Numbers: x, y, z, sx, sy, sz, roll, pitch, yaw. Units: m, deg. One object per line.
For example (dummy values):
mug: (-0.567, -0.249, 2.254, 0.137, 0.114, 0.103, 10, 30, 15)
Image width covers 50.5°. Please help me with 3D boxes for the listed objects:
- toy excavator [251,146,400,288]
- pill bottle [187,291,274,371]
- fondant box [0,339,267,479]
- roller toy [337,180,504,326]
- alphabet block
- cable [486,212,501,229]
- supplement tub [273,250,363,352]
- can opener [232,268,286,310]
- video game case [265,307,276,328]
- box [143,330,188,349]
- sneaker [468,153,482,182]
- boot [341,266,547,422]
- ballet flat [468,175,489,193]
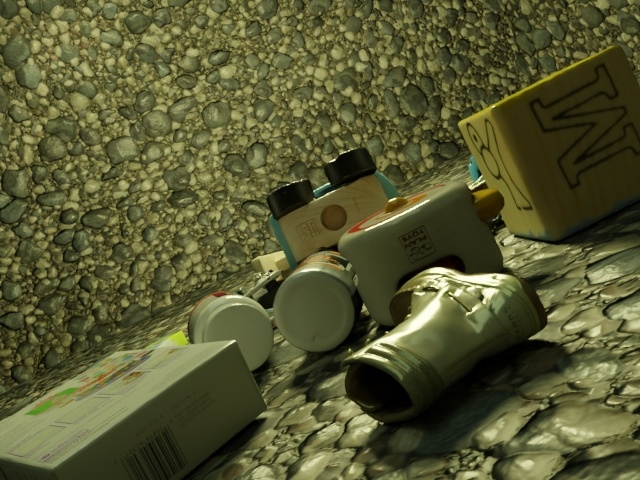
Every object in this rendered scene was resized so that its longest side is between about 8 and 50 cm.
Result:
toy excavator: (0.000, 0.000, 1.620, 0.433, 0.222, 0.445, -26, -9, 8)
pill bottle: (-0.142, 0.144, 1.068, 0.121, 0.121, 0.221, -28, 5, -15)
fondant box: (-0.256, 0.225, 0.813, 0.330, 0.096, 0.238, -13, 15, 48)
roller toy: (0.129, 0.010, 0.893, 0.191, 0.146, 0.209, -31, 7, -39)
alphabet block: (0.338, -0.130, 0.958, 0.194, 0.197, 0.192, -27, 5, -2)
cable: (0.232, -0.015, 1.206, 0.185, 0.047, 0.150, -27, 5, 8)
supplement tub: (0.005, 0.080, 0.982, 0.117, 0.117, 0.190, -26, 5, 11)
can opener: (-0.174, 0.149, 1.494, 0.280, 0.093, 0.074, -34, -1, 28)
video game case: (-0.163, 0.186, 1.335, 0.183, 0.023, 0.201, -29, 4, -28)
box: (-0.392, 0.270, 1.543, 0.109, 0.042, 0.178, -25, 4, 24)
sneaker: (0.486, -0.234, 1.552, 0.140, 0.125, 0.341, -15, -10, -31)
boot: (0.085, 0.096, 0.642, 0.165, 0.077, 0.213, -31, 9, -23)
ballet flat: (0.335, -0.091, 1.384, 0.222, 0.077, 0.079, -30, 22, 14)
